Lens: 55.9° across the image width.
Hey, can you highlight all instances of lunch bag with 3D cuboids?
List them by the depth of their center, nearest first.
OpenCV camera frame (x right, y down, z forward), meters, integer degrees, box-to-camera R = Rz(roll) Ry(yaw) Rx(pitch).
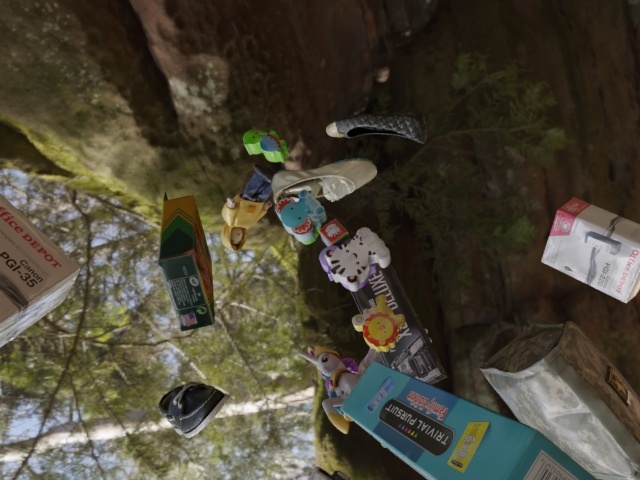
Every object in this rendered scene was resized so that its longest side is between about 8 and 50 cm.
[{"bbox_3d":[0.431,0.269,1.030,0.235,0.169,0.287,52,175,7],"label":"lunch bag"}]

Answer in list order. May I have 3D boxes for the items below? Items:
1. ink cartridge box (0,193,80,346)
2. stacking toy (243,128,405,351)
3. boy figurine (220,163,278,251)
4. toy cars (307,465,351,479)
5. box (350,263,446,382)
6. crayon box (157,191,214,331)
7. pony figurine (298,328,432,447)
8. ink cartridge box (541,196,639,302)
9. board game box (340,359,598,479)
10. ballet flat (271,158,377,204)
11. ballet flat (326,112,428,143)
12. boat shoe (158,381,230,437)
[{"bbox_3d":[-0.544,0.069,0.898,0.207,0.117,0.283,43,-142,-1],"label":"ink cartridge box"},{"bbox_3d":[0.000,0.000,0.617,0.221,0.052,0.167,49,170,30],"label":"stacking toy"},{"bbox_3d":[-0.225,-0.093,1.815,0.092,0.285,0.177,43,-162,29],"label":"boy figurine"},{"bbox_3d":[0.083,0.526,0.892,0.087,0.177,0.393,45,-156,-78],"label":"toy cars"},{"bbox_3d":[0.134,0.143,1.065,0.242,0.077,0.307,65,-173,17],"label":"box"},{"bbox_3d":[-0.311,0.032,1.413,0.318,0.081,0.202,-109,9,-56],"label":"crayon box"},{"bbox_3d":[0.142,0.389,1.623,0.363,0.351,0.302,-129,50,-64],"label":"pony figurine"},{"bbox_3d":[0.647,0.020,1.397,0.092,0.218,0.158,-29,-45,-38],"label":"ink cartridge box"},{"bbox_3d":[0.184,0.251,0.612,0.254,0.336,0.079,40,-102,-10],"label":"board game box"},{"bbox_3d":[0.002,-0.115,1.293,0.086,0.249,0.086,18,-110,-59],"label":"ballet flat"},{"bbox_3d":[0.092,-0.185,1.008,0.057,0.173,0.049,6,-96,-73],"label":"ballet flat"},{"bbox_3d":[-0.282,0.352,1.286,0.091,0.302,0.114,48,-126,-3],"label":"boat shoe"}]
